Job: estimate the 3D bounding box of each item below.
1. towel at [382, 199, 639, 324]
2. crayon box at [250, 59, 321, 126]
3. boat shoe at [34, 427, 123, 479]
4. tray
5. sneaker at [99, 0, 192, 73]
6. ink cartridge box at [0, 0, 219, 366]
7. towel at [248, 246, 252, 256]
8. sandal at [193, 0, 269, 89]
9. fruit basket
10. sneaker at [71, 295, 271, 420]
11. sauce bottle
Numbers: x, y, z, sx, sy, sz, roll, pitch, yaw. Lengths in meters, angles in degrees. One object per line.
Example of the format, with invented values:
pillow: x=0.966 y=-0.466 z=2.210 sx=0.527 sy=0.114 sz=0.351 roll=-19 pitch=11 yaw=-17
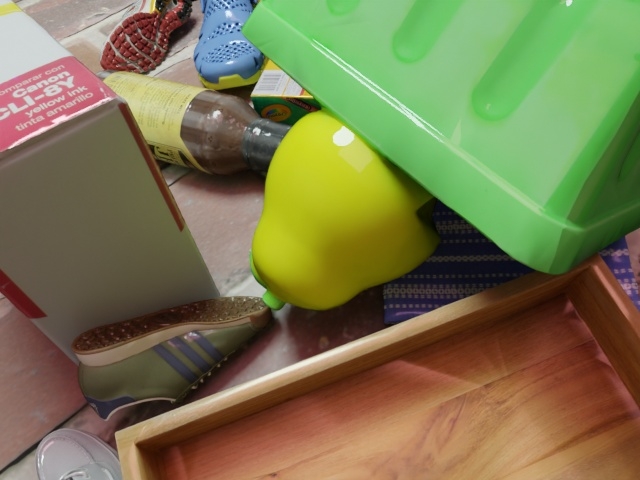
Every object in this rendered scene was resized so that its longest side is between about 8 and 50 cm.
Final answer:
towel: x=0.190 y=-0.073 z=0.560 sx=0.243 sy=0.040 sz=0.335 roll=-2 pitch=65 yaw=13
crayon box: x=0.022 y=-0.264 z=0.764 sx=0.165 sy=0.081 sz=0.278 roll=7 pitch=53 yaw=14
boat shoe: x=-0.192 y=0.221 z=0.429 sx=0.066 sy=0.063 sz=0.184 roll=-38 pitch=56 yaw=-19
tray: x=0.074 y=0.174 z=0.393 sx=0.411 sy=0.076 sz=0.202 roll=-19 pitch=64 yaw=-7
sneaker: x=-0.318 y=-0.371 z=0.921 sx=0.093 sy=0.088 sz=0.225 roll=0 pitch=49 yaw=36
ink cartridge box: x=-0.305 y=-0.082 z=0.549 sx=0.160 sy=0.279 sz=0.385 roll=-37 pitch=55 yaw=-20
towel: x=0.000 y=0.000 z=0.595 sx=0.148 sy=0.027 sz=0.110 roll=15 pitch=57 yaw=19
sandal: x=-0.156 y=-0.372 z=0.848 sx=0.126 sy=0.138 sz=0.317 roll=-9 pitch=53 yaw=0
fruit basket: x=0.091 y=-0.091 z=0.481 sx=0.283 sy=0.392 sz=0.392 roll=-14 pitch=42 yaw=-44
sneaker: x=-0.137 y=0.115 z=0.506 sx=0.192 sy=0.086 sz=0.064 roll=-10 pitch=18 yaw=-34
sauce bottle: x=-0.164 y=-0.149 z=0.687 sx=0.344 sy=0.111 sz=0.111 roll=18 pitch=57 yaw=23
